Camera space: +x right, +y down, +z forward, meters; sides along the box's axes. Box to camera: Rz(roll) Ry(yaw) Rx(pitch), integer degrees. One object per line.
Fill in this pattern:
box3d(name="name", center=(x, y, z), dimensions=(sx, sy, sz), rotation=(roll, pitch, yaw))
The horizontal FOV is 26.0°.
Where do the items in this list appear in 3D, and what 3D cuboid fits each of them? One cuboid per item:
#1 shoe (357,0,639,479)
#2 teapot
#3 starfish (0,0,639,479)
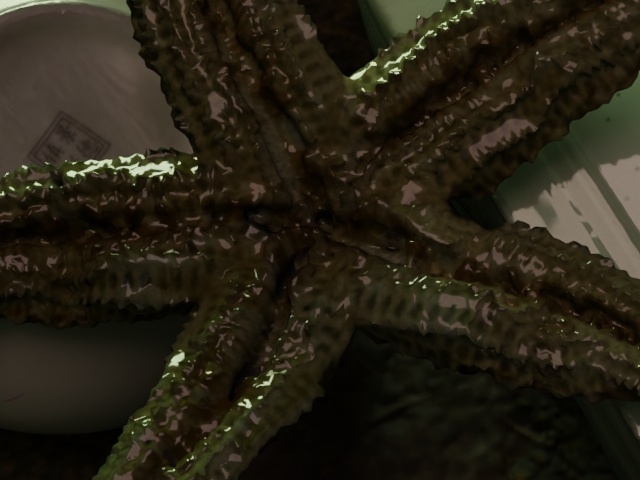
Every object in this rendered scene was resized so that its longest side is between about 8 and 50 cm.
box3d(name="shoe", center=(0.131, -0.047, 0.569), dimensions=(0.160, 0.132, 0.363), rotation=(-26, 61, -2))
box3d(name="teapot", center=(-0.103, -0.025, 0.611), dimensions=(0.204, 0.139, 0.298), rotation=(41, 71, 3))
box3d(name="starfish", center=(0.002, 0.002, 0.480), dimensions=(0.358, 0.078, 0.347), rotation=(31, 79, 16))
